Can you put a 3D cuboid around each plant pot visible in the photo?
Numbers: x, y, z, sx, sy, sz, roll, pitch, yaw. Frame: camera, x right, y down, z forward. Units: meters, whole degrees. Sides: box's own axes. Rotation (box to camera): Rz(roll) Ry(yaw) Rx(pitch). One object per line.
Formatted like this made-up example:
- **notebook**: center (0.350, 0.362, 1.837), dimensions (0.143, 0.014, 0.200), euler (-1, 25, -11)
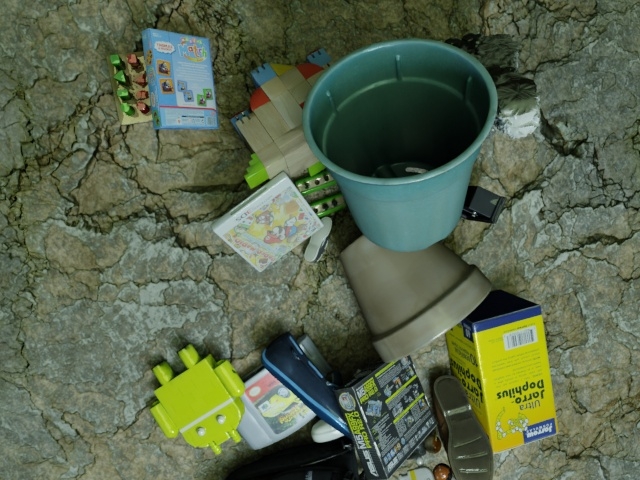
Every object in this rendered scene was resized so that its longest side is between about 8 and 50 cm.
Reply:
- **plant pot**: center (0.201, 0.092, 1.243), dimensions (0.323, 0.323, 0.280), euler (-37, 85, -5)
- **plant pot**: center (0.167, -0.162, 1.028), dimensions (0.341, 0.334, 0.341), euler (-6, 61, 11)

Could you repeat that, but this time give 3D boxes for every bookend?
- **bookend**: center (0.364, -0.109, 1.301), dimensions (0.156, 0.157, 0.072), euler (22, 92, -13)

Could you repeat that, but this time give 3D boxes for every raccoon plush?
- **raccoon plush**: center (0.347, -0.261, 1.152), dimensions (0.216, 0.446, 0.299), euler (-4, 133, 13)

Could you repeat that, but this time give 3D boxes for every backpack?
- **backpack**: center (-0.080, 0.655, 1.254), dimensions (0.355, 0.290, 0.273), euler (-4, 112, -4)

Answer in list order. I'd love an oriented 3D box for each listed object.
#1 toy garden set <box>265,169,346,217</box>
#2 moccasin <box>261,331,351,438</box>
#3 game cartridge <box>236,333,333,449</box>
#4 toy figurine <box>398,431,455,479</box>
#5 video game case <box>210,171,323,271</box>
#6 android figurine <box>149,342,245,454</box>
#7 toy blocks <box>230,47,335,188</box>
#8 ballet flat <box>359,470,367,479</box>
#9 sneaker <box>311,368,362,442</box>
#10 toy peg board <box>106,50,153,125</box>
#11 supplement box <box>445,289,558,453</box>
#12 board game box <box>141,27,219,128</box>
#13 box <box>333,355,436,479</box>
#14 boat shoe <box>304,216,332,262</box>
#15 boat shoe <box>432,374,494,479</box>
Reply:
- **toy garden set**: center (-0.063, -0.163, 1.270), dimensions (0.204, 0.049, 0.244), euler (-20, 100, -8)
- **moccasin**: center (0.012, 0.356, 1.229), dimensions (0.342, 0.138, 0.117), euler (42, 66, 0)
- **game cartridge**: center (-0.102, 0.407, 1.328), dimensions (0.294, 0.060, 0.196), euler (-35, 105, -5)
- **toy figurine**: center (0.297, 0.649, 1.348), dimensions (0.148, 0.213, 0.209), euler (-17, 96, 6)
- **video game case**: center (-0.118, -0.035, 1.205), dimensions (0.206, 0.026, 0.227), euler (-36, 144, 2)
- **android figurine**: center (-0.300, 0.400, 1.256), dimensions (0.248, 0.056, 0.273), euler (-32, 89, 9)
- **toy blocks**: center (-0.060, -0.312, 1.178), dimensions (0.381, 0.191, 0.261), euler (-32, 69, -6)
- **ballet flat**: center (0.135, 0.635, 1.342), dimensions (0.049, 0.173, 0.057), euler (-33, 83, 15)
- **sneaker**: center (0.086, 0.418, 1.346), dimensions (0.290, 0.106, 0.123), euler (-28, 95, -16)
- **toy peg board**: center (-0.403, -0.362, 1.170), dimensions (0.160, 0.079, 0.161), euler (-10, 99, -9)
- **supplement box**: center (0.475, 0.340, 1.353), dimensions (0.195, 0.194, 0.356), euler (-13, 98, -9)
- **board game box**: center (-0.319, -0.364, 1.162), dimensions (0.160, 0.039, 0.211), euler (-13, 101, -47)
- **box**: center (0.165, 0.406, 1.217), dimensions (0.060, 0.270, 0.216), euler (-25, 85, 37)
- **boat shoe**: center (0.000, 0.000, 1.307), dimensions (0.046, 0.038, 0.125), euler (20, 86, 30)
- **boat shoe**: center (0.369, 0.512, 1.314), dimensions (0.111, 0.307, 0.104), euler (-6, 141, 1)
